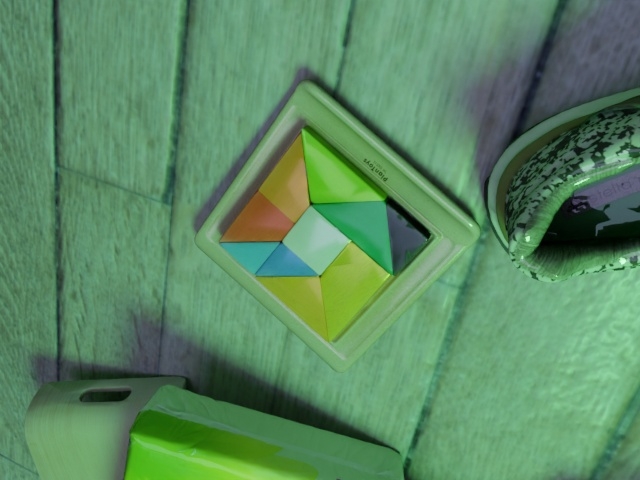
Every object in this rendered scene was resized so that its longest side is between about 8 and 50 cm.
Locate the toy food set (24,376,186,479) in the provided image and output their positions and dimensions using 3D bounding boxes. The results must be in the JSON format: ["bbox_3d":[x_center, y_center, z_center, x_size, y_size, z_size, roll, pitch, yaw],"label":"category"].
[{"bbox_3d":[-0.256,0.334,0.795,0.219,0.092,0.306,-5,109,13],"label":"toy food set"}]

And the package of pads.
[{"bbox_3d":[-0.080,0.312,0.654,0.296,0.101,0.229,18,114,-2],"label":"package of pads"}]

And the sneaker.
[{"bbox_3d":[0.286,-0.065,0.341,0.410,0.182,0.158,-32,95,29],"label":"sneaker"}]

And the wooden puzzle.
[{"bbox_3d":[0.000,0.000,0.569,0.221,0.044,0.239,41,120,4],"label":"wooden puzzle"}]
